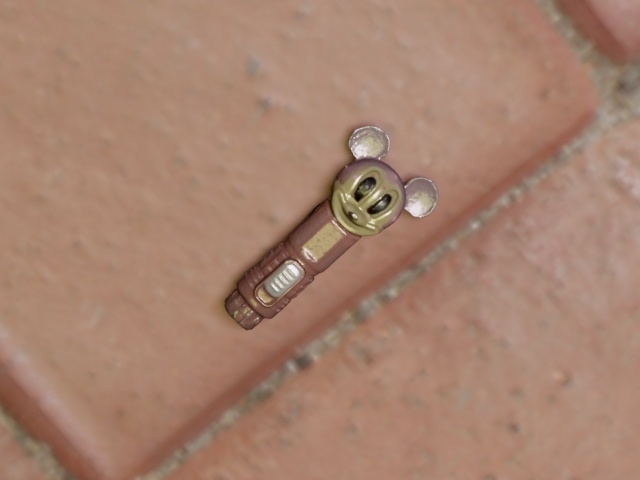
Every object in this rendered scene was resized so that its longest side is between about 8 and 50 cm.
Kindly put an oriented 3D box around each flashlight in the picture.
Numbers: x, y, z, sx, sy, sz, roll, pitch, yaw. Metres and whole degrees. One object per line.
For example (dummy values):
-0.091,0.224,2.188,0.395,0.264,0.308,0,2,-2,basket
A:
0.000,0.000,0.745,0.110,0.031,0.052,-43,98,10,flashlight
